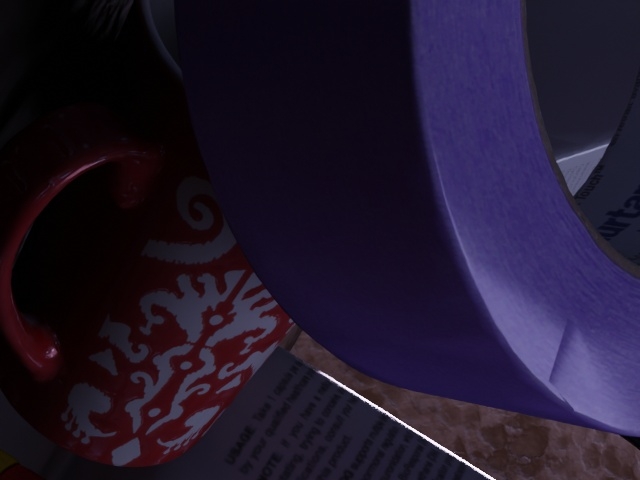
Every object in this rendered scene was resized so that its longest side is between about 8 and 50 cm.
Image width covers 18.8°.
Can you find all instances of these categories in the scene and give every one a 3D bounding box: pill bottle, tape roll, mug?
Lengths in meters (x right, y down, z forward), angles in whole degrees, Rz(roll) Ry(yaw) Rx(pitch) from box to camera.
[{"bbox_3d":[-0.017,0.139,0.826,0.160,0.283,0.160,-57,176,-6],"label":"pill bottle"},{"bbox_3d":[0.085,-0.082,0.586,0.090,0.275,0.275,7,-126,44],"label":"tape roll"},{"bbox_3d":[-0.060,-0.010,0.663,0.169,0.150,0.113,-56,-145,38],"label":"mug"}]

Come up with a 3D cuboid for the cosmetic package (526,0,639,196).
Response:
[{"bbox_3d":[0.070,-0.054,0.932,0.231,0.117,0.085,-16,149,-32],"label":"cosmetic package"}]

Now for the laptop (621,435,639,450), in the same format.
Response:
[{"bbox_3d":[0.232,-0.103,1.236,0.382,0.236,0.408,-58,177,9],"label":"laptop"}]

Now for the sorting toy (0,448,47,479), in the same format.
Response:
[{"bbox_3d":[-0.154,0.127,0.420,0.255,0.089,0.257,-58,176,1],"label":"sorting toy"}]
